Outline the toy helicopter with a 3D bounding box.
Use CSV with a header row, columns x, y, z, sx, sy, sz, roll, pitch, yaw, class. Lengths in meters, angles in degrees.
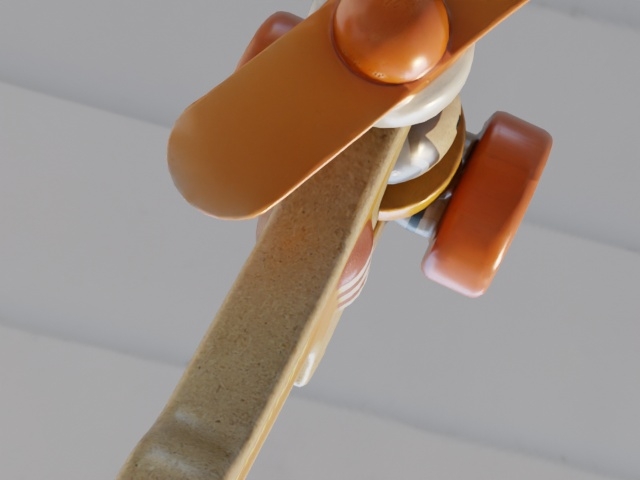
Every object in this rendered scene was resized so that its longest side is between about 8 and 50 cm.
x,y,z,sx,sy,sz,roll,pitch,yaw,class
0.000,0.000,0.697,0.140,0.235,0.355,26,-128,3,toy helicopter
